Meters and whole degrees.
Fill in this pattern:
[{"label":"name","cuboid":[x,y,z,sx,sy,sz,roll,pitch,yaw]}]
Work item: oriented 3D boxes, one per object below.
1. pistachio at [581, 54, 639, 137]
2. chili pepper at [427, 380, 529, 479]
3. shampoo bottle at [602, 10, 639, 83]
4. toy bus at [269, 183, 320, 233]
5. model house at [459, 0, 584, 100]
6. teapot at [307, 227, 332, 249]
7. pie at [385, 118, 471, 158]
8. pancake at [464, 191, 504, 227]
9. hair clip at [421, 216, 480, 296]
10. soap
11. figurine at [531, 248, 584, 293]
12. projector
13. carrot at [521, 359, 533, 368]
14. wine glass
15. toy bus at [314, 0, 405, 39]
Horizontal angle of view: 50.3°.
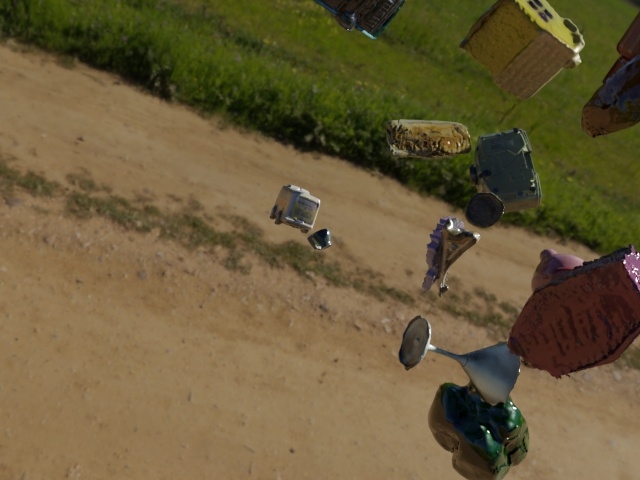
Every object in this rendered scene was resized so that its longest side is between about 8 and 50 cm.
[{"label":"pistachio","cuboid":[0.484,-0.228,1.073,0.049,0.173,0.089,-5,54,-52]},{"label":"chili pepper","cuboid":[0.400,0.460,1.716,0.233,0.256,0.248,-35,53,-13]},{"label":"shampoo bottle","cuboid":[0.682,-0.435,1.346,0.118,0.314,0.076,13,31,-26]},{"label":"toy bus","cuboid":[-0.067,-0.085,1.762,0.092,0.106,0.268,20,4,-12]},{"label":"model house","cuboid":[0.491,-0.464,1.637,0.175,0.193,0.234,-30,78,-44]},{"label":"teapot","cuboid":[0.000,0.000,2.104,0.088,0.066,0.057,-13,72,-44]},{"label":"pie","cuboid":[0.319,-0.305,2.056,0.282,0.068,0.128,-3,79,-22]},{"label":"pancake","cuboid":[0.446,-0.084,1.855,0.115,0.115,0.011,56,5,36]},{"label":"hair clip","cuboid":[0.244,0.032,1.311,0.085,0.292,0.106,26,66,13]},{"label":"soap","cuboid":[0.479,0.145,1.266,0.112,0.289,0.182,-20,83,-48]},{"label":"figurine","cuboid":[0.650,0.115,1.835,0.173,0.173,0.173,22,32,-14]},{"label":"projector","cuboid":[0.550,-0.214,2.064,0.194,0.088,0.269,-9,57,9]},{"label":"carrot","cuboid":[0.598,0.324,1.838,0.224,0.057,0.057,4,39,-49]},{"label":"wine glass","cuboid":[0.297,0.255,1.482,0.232,0.156,0.156,21,32,-17]},{"label":"toy bus","cuboid":[0.004,-0.359,0.899,0.262,0.091,0.109,15,35,-51]}]
